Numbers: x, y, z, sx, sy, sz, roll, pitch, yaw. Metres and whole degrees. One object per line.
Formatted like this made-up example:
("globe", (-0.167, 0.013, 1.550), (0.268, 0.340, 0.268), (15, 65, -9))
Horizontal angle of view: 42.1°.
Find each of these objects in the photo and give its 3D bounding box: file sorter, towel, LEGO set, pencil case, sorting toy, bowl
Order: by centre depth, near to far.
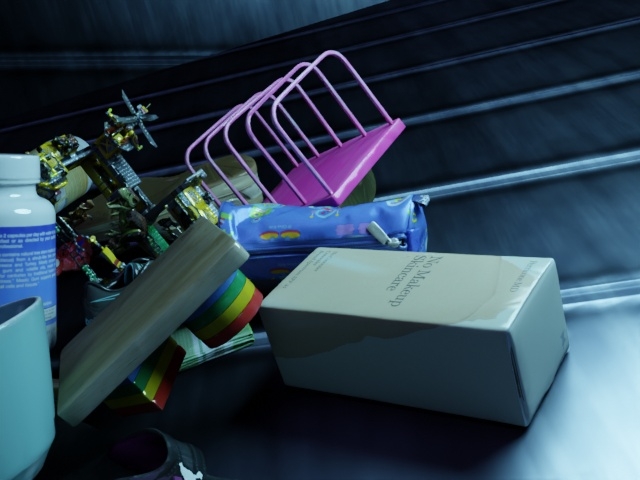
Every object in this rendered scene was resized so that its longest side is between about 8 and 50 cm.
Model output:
("bowl", (-0.393, 0.194, 0.829), (0.311, 0.163, 0.311), (-23, 8, 4))
("sorting toy", (-0.186, 0.103, 0.995), (0.257, 0.089, 0.255), (-44, 17, -6))
("pencil case", (0.000, 0.000, 1.148), (0.306, 0.119, 0.133), (-2, 2, 11))
("towel", (-0.172, 0.135, 1.149), (0.152, 0.023, 0.113), (-21, 26, -7))
("LEGO set", (-0.286, -0.064, 1.281), (0.192, 0.331, 0.255), (-34, -2, 34))
("file sorter", (-0.056, -0.154, 1.345), (0.290, 0.182, 0.202), (-18, 27, 53))

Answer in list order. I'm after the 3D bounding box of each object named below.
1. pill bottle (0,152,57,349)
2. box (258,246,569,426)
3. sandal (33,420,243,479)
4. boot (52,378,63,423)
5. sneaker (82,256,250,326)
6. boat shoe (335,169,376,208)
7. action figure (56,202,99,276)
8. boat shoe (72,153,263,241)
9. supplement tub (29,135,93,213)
("pill bottle", (-0.442, 0.017, 1.143), (0.152, 0.272, 0.152), (2, 6, 0))
("box", (0.102, 0.097, 0.933), (0.311, 0.121, 0.148), (1, 31, 35))
("sandal", (-0.210, 0.252, 0.829), (0.446, 0.107, 0.167), (3, 31, 39))
("boot", (-0.431, 0.209, 1.087), (0.262, 0.095, 0.203), (-22, 23, -2))
("sneaker", (-0.214, 0.068, 1.187), (0.267, 0.106, 0.101), (-24, 13, -37))
("boat shoe", (0.039, -0.063, 1.370), (0.073, 0.080, 0.223), (-18, 22, 23))
("action figure", (-0.446, -0.039, 1.564), (0.091, 0.139, 0.280), (-7, 29, 24))
("boat shoe", (-0.269, -0.051, 1.500), (0.341, 0.110, 0.121), (-16, 36, -6))
("supplement tub", (-0.602, -0.138, 1.849), (0.144, 0.144, 0.200), (-1, 29, 31))
